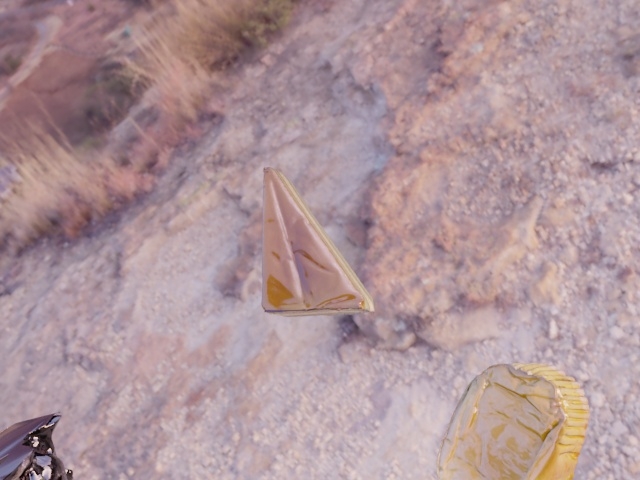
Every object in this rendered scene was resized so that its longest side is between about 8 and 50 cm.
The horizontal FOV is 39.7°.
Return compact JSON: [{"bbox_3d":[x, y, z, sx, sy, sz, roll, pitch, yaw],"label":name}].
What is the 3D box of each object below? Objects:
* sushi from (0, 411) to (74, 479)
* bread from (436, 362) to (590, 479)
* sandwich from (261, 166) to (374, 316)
[{"bbox_3d":[-0.339,0.304,0.969,0.153,0.150,0.172,-17,13,19],"label":"sushi"},{"bbox_3d":[0.296,0.304,1.336,0.179,0.133,0.250,24,95,36],"label":"bread"},{"bbox_3d":[0.000,0.000,0.966,0.114,0.079,0.163,-2,82,15],"label":"sandwich"}]
